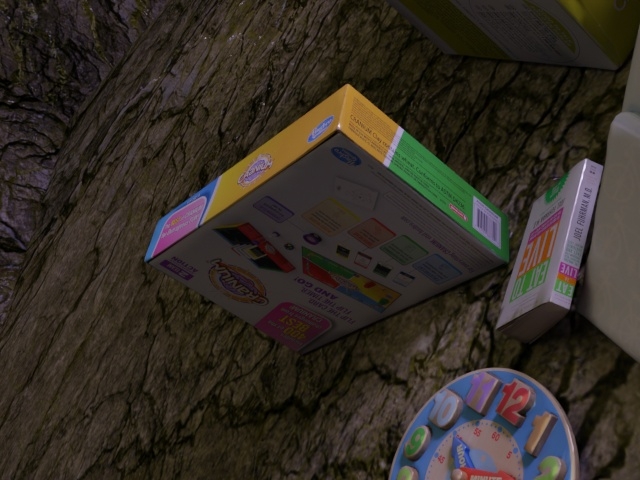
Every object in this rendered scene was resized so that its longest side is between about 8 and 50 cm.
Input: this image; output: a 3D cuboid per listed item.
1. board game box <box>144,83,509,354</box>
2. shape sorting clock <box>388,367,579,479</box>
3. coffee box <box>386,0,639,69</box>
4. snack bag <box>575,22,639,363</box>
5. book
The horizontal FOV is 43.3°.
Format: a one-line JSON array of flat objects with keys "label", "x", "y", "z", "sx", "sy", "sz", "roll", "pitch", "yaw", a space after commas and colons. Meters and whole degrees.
[{"label": "board game box", "x": 0.000, "y": 0.000, "z": 0.862, "sx": 0.316, "sy": 0.242, "sz": 0.064, "roll": -29, "pitch": 38, "yaw": 39}, {"label": "shape sorting clock", "x": 0.126, "y": 0.204, "z": 0.674, "sx": 0.206, "sy": 0.040, "sz": 0.206, "roll": -37, "pitch": 34, "yaw": 31}, {"label": "coffee box", "x": 0.208, "y": -0.426, "z": 0.876, "sx": 0.337, "sy": 0.338, "sz": 0.334, "roll": -57, "pitch": 30, "yaw": -2}, {"label": "snack bag", "x": 0.277, "y": -0.033, "z": 0.494, "sx": 0.323, "sy": 0.037, "sz": 0.342, "roll": -122, "pitch": 31, "yaw": -60}, {"label": "book", "x": 0.207, "y": 0.010, "z": 0.716, "sx": 0.096, "sy": 0.035, "sz": 0.144, "roll": 119, "pitch": 174, "yaw": -64}]
